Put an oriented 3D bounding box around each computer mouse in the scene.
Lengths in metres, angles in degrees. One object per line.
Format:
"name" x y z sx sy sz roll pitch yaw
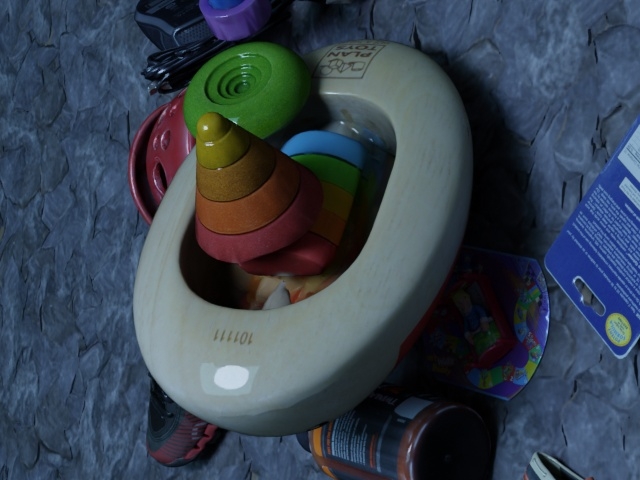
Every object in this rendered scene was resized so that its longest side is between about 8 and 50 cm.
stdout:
"computer mouse" -0.128 -0.232 1.921 0.188 0.072 0.272 -31 26 -6

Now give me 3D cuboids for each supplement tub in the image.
"supplement tub" 0.060 0.187 1.644 0.198 0.106 0.106 10 92 51

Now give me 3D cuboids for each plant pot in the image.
"plant pot" -0.093 -0.081 1.820 0.174 0.191 0.191 -12 75 59

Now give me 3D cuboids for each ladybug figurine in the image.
"ladybug figurine" 0.000 0.000 1.610 0.305 0.162 0.449 4 52 28

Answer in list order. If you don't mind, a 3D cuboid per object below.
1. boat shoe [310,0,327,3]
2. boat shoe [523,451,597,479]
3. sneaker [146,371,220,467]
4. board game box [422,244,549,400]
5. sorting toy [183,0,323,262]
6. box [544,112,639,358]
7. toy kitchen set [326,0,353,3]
"boat shoe" -0.030 -0.291 1.885 0.133 0.042 0.049 37 115 49
"boat shoe" 0.222 0.220 1.485 0.137 0.049 0.043 22 99 55
"sneaker" -0.148 0.127 1.892 0.097 0.135 0.276 45 120 43
"board game box" 0.140 0.073 1.619 0.168 0.033 0.133 13 94 52
"sorting toy" -0.085 -0.152 1.583 0.127 0.126 0.365 -17 46 11
"box" 0.284 -0.024 1.451 0.225 0.036 0.136 -58 44 26
"toy kitchen set" 0.022 -0.293 1.788 0.068 0.083 0.075 115 142 -50
